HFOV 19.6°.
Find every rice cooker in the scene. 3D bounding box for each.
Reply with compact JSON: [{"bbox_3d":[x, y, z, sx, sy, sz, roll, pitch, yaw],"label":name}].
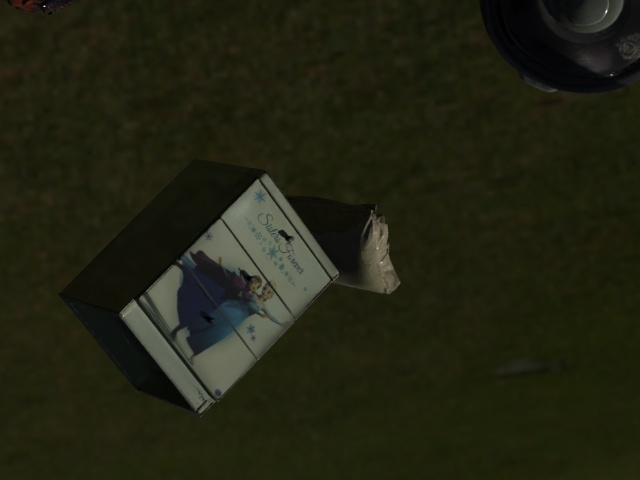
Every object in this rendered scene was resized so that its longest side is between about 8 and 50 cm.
[{"bbox_3d":[0.342,-0.336,2.378,0.264,0.316,0.316,26,164,-1],"label":"rice cooker"}]

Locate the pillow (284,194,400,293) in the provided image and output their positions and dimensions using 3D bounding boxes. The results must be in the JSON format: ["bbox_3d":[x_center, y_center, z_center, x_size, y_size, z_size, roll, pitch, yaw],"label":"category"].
[{"bbox_3d":[0.000,0.000,2.306,0.208,0.119,0.053,9,-151,31],"label":"pillow"}]

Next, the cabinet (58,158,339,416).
[{"bbox_3d":[-0.121,0.044,1.860,0.206,0.145,0.150,-46,-151,-20],"label":"cabinet"}]

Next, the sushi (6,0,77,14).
[{"bbox_3d":[-0.226,-0.309,1.677,0.182,0.196,0.343,-40,-178,-18],"label":"sushi"}]
